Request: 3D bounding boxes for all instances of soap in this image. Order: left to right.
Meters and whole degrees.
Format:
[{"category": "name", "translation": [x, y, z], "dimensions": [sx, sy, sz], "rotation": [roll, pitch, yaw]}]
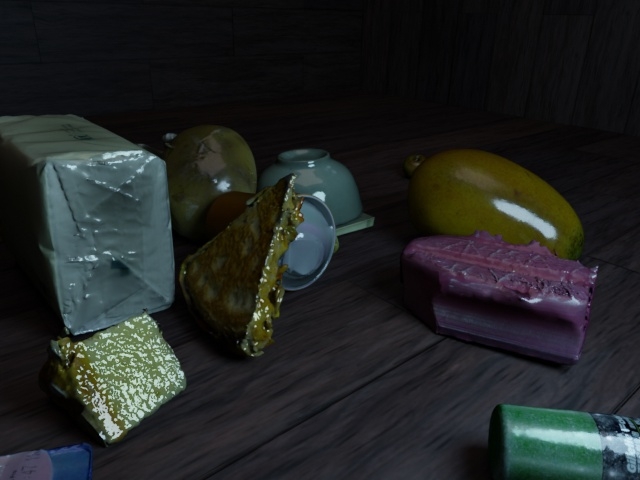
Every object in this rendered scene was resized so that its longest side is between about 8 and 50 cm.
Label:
[{"category": "soap", "translation": [0.281, 0.077, 0.875], "dimensions": [0.324, 0.128, 0.220], "rotation": [13, 25, 27]}]

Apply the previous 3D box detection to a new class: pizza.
[{"category": "pizza", "translation": [-0.138, 0.034, 0.858], "dimensions": [0.251, 0.288, 0.074], "rotation": [3, -21, 41]}]

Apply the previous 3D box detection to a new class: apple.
[{"category": "apple", "translation": [0.306, -0.232, 1.650], "dimensions": [0.089, 0.075, 0.090], "rotation": [0, 26, 0]}]

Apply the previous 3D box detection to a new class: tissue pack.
[{"category": "tissue pack", "translation": [-0.431, -0.052, 0.924], "dimensions": [0.207, 0.298, 0.380], "rotation": [-15, 27, -38]}]

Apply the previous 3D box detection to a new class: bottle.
[{"category": "bottle", "translation": [0.354, 0.238, 0.551], "dimensions": [0.329, 0.093, 0.093], "rotation": [5, 24, 9]}]

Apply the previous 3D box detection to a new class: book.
[{"category": "book", "translation": [-0.041, -0.043, 1.261], "dimensions": [0.282, 0.025, 0.214], "rotation": [-18, 29, -35]}]

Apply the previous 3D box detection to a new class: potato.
[{"category": "potato", "translation": [-0.262, -0.153, 1.171], "dimensions": [0.238, 0.300, 0.116], "rotation": [5, -21, -4]}]

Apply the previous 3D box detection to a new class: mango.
[{"category": "mango", "translation": [0.364, -0.060, 1.095], "dimensions": [0.377, 0.221, 0.263], "rotation": [29, 30, 29]}]

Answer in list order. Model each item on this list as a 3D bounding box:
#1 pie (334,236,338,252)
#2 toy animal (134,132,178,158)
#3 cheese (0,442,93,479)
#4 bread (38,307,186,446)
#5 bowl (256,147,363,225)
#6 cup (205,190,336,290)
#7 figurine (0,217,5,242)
[{"category": "pie", "translation": [0.000, 0.000, 1.139], "dimensions": [0.085, 0.017, 0.085], "rotation": [11, 45, -11]}, {"category": "toy animal", "translation": [-0.406, -0.154, 1.342], "dimensions": [0.307, 0.188, 0.266], "rotation": [7, -9, -15]}, {"category": "cheese", "translation": [-0.376, 0.253, 0.502], "dimensions": [0.285, 0.074, 0.189], "rotation": [-4, 24, -21]}, {"category": "bread", "translation": [-0.272, 0.184, 0.682], "dimensions": [0.152, 0.127, 0.147], "rotation": [48, 39, 14]}, {"category": "bowl", "translation": [-0.037, -0.142, 1.278], "dimensions": [0.288, 0.146, 0.289], "rotation": [-1, 23, 0]}, {"category": "cup", "translation": [-0.119, 0.001, 1.017], "dimensions": [0.263, 0.182, 0.226], "rotation": [16, 58, 46]}, {"category": "figurine", "translation": [-0.756, -0.159, 1.120], "dimensions": [0.187, 0.316, 0.168], "rotation": [-6, 25, -18]}]
